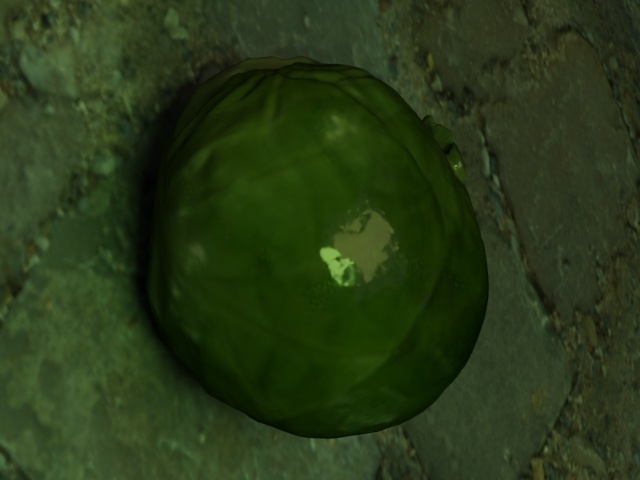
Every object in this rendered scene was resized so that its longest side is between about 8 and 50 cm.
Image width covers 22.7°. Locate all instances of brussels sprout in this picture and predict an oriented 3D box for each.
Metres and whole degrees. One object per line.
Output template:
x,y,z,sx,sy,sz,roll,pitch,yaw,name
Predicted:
0.000,0.000,0.986,0.244,0.244,0.244,20,65,-50,brussels sprout
